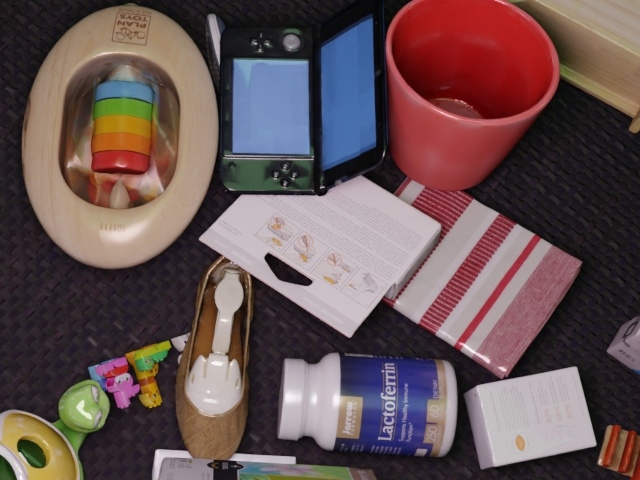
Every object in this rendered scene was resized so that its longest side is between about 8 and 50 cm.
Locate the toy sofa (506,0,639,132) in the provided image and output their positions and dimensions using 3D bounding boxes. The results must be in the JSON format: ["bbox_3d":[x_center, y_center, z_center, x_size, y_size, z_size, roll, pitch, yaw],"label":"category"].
[{"bbox_3d":[0.453,-0.359,1.991,0.363,0.150,0.177,29,69,2],"label":"toy sofa"}]

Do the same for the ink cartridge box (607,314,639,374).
[{"bbox_3d":[0.542,0.168,1.837,0.104,0.180,0.060,36,74,4],"label":"ink cartridge box"}]

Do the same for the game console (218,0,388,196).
[{"bbox_3d":[-0.033,-0.232,1.801,0.250,0.173,0.293,1,73,-5],"label":"game console"}]

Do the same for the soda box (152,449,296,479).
[{"bbox_3d":[-0.148,0.362,1.768,0.216,0.074,0.069,4,74,-5],"label":"soda box"}]

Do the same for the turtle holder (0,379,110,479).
[{"bbox_3d":[-0.442,0.356,1.660,0.320,0.227,0.243,-13,76,-9],"label":"turtle holder"}]

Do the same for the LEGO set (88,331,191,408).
[{"bbox_3d":[-0.269,0.214,1.776,0.227,0.087,0.093,-17,90,-54],"label":"LEGO set"}]

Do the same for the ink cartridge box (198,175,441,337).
[{"bbox_3d":[0.000,0.000,1.837,0.296,0.066,0.261,33,62,16],"label":"ink cartridge box"}]

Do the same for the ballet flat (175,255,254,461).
[{"bbox_3d":[-0.153,0.164,1.759,0.116,0.124,0.342,10,60,-5],"label":"ballet flat"}]

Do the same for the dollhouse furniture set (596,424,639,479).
[{"bbox_3d":[0.537,0.327,1.752,0.135,0.259,0.262,21,73,-3],"label":"dollhouse furniture set"}]

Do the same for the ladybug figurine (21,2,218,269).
[{"bbox_3d":[-0.316,-0.163,1.850,0.305,0.162,0.449,6,75,-3],"label":"ladybug figurine"}]

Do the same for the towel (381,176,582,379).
[{"bbox_3d":[0.226,0.047,1.877,0.329,0.037,0.237,33,72,19],"label":"towel"}]

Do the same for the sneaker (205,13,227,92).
[{"bbox_3d":[-0.099,-0.294,1.949,0.164,0.086,0.226,-16,75,-12],"label":"sneaker"}]

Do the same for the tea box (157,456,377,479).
[{"bbox_3d":[-0.078,0.497,1.620,0.324,0.220,0.328,3,93,-6],"label":"tea box"}]

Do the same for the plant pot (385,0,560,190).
[{"bbox_3d":[0.221,-0.225,1.860,0.275,0.243,0.274,3,59,-5],"label":"plant pot"}]

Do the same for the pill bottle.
[{"bbox_3d":[0.069,0.252,1.781,0.265,0.153,0.153,4,74,-4],"label":"pill bottle"}]

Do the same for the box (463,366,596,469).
[{"bbox_3d":[0.330,0.283,1.830,0.171,0.091,0.130,-9,76,-8],"label":"box"}]
